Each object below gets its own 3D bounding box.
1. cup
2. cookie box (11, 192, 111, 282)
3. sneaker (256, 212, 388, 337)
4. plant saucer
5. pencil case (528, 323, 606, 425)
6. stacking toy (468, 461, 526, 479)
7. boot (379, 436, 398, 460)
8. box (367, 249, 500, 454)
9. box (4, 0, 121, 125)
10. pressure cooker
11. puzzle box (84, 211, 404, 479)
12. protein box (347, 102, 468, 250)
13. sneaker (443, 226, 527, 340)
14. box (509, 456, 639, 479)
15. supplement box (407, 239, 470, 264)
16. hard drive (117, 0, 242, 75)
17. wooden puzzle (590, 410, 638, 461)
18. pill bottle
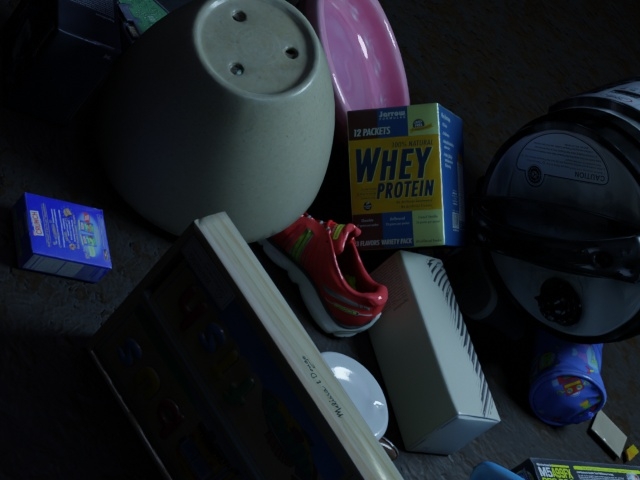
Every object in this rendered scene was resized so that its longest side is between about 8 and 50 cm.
[{"bbox_3d":[-0.114,-0.191,1.611,0.331,0.237,0.331,9,62,-17],"label":"cup"},{"bbox_3d":[-0.313,-0.003,1.484,0.107,0.040,0.092,15,46,-38],"label":"cookie box"},{"bbox_3d":[0.000,0.000,1.739,0.279,0.118,0.107,53,35,8],"label":"sneaker"},{"bbox_3d":[0.044,-0.283,2.007,0.332,0.084,0.332,43,39,-49],"label":"plant saucer"},{"bbox_3d":[0.408,0.166,2.002,0.133,0.119,0.306,45,34,-19],"label":"pencil case"},{"bbox_3d":[0.178,0.433,1.501,0.165,0.175,0.302,28,48,23],"label":"stacking toy"},{"bbox_3d":[0.046,0.292,1.573,0.106,0.037,0.114,25,35,-8],"label":"boot"},{"bbox_3d":[0.148,0.157,1.748,0.094,0.113,0.275,13,48,-40],"label":"box"},{"bbox_3d":[-0.340,-0.265,1.611,0.093,0.156,0.158,18,44,-34],"label":"box"},{"bbox_3d":[0.454,-0.037,1.872,0.420,0.370,0.375,-18,70,-38],"label":"pressure cooker"},{"bbox_3d":[-0.081,0.208,1.323,0.052,0.272,0.409,-19,70,-48],"label":"puzzle box"},{"bbox_3d":[0.134,-0.088,1.825,0.200,0.136,0.201,4,83,-73],"label":"protein box"},{"bbox_3d":[0.261,0.064,2.002,0.118,0.083,0.222,39,29,-38],"label":"sneaker"},{"bbox_3d":[0.410,0.432,1.796,0.270,0.060,0.216,12,47,-40],"label":"box"},{"bbox_3d":[0.187,0.009,1.956,0.043,0.083,0.055,-17,68,-52],"label":"supplement box"},{"bbox_3d":[-0.188,-0.319,1.904,0.339,0.064,0.237,-9,63,-51],"label":"hard drive"},{"bbox_3d":[0.471,0.318,2.012,0.116,0.014,0.078,50,31,4],"label":"wooden puzzle"},{"bbox_3d":[-0.029,0.228,1.408,0.119,0.208,0.119,27,40,-25],"label":"pill bottle"}]
